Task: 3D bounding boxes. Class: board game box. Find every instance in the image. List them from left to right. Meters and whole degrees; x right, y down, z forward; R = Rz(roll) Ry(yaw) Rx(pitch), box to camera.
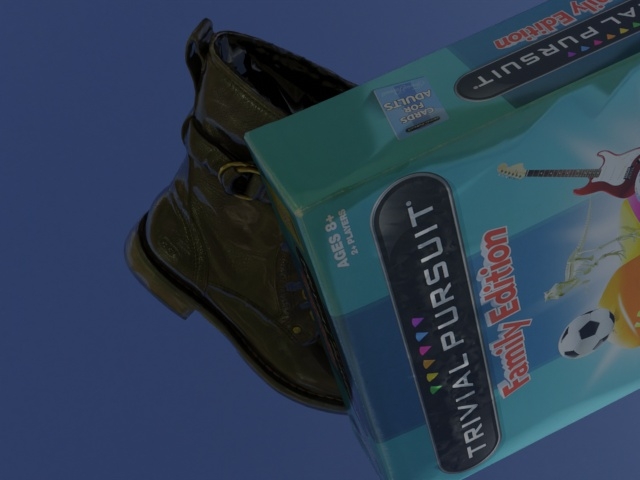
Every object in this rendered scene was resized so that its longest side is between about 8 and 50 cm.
[{"bbox_3d":[0.155,-0.013,0.574,0.336,0.253,0.079,-26,-138,-8],"label":"board game box"}]

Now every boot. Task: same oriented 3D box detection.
[{"bbox_3d":[0.000,0.000,0.638,0.263,0.091,0.229,30,-40,-9],"label":"boot"}]
